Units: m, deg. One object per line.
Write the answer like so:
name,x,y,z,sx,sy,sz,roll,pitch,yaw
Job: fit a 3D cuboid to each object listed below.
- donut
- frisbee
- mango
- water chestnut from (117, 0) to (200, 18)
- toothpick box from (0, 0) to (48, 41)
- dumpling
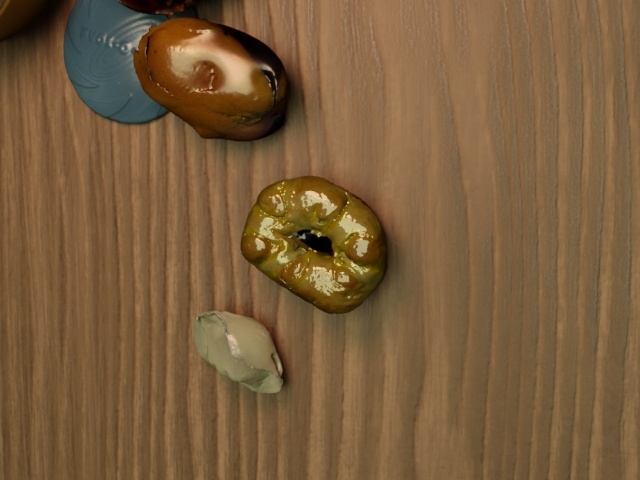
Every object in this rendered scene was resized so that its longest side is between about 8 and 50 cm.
donut,0.000,0.000,1.779,0.261,0.128,0.208,35,102,11
frisbee,-0.363,-0.364,1.898,0.289,0.049,0.289,2,95,17
mango,-0.190,-0.286,1.789,0.287,0.152,0.201,32,98,2
water chestnut,-0.275,-0.532,1.729,0.300,0.300,0.300,1,95,17
toothpick box,-0.671,-0.547,1.786,0.409,0.425,0.409,-5,77,24
dumpling,-0.158,0.212,1.865,0.155,0.111,0.181,-28,78,48
